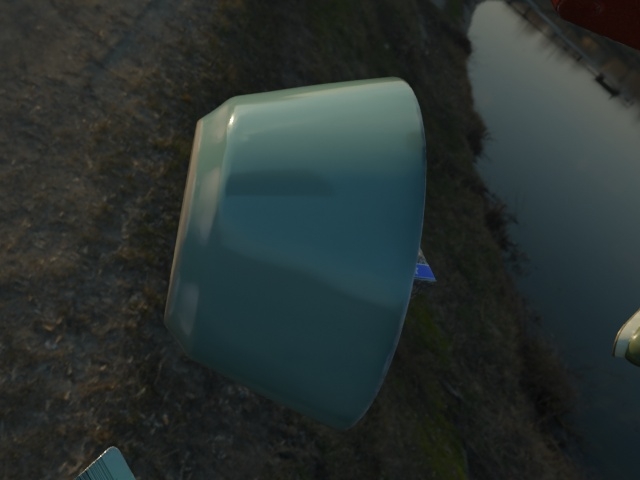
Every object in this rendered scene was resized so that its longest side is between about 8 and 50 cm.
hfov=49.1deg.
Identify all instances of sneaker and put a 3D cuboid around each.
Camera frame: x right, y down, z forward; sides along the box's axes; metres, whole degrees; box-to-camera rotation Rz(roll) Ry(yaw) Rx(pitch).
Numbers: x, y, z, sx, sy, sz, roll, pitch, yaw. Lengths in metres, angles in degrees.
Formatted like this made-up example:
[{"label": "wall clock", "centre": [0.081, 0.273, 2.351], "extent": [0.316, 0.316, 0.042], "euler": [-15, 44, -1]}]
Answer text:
[{"label": "sneaker", "centre": [0.496, 0.115, 0.986], "extent": [0.086, 0.064, 0.192], "euler": [27, 56, 38]}]

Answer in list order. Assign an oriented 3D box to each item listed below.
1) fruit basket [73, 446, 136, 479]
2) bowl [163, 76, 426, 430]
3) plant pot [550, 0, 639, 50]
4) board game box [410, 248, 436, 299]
[{"label": "fruit basket", "centre": [-0.251, 0.442, 0.685], "extent": [0.353, 0.165, 0.327], "euler": [-39, 104, -43]}, {"label": "bowl", "centre": [-0.042, -0.003, 0.610], "extent": [0.163, 0.311, 0.311], "euler": [10, 37, -11]}, {"label": "plant pot", "centre": [0.296, -0.272, 0.494], "extent": [0.267, 0.267, 0.236], "euler": [17, 67, -13]}, {"label": "board game box", "centre": [0.000, 0.000, 1.074], "extent": [0.141, 0.232, 0.291], "euler": [9, 48, -42]}]
